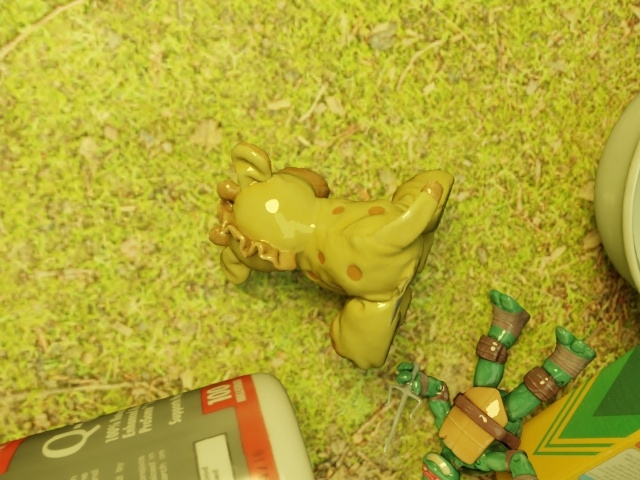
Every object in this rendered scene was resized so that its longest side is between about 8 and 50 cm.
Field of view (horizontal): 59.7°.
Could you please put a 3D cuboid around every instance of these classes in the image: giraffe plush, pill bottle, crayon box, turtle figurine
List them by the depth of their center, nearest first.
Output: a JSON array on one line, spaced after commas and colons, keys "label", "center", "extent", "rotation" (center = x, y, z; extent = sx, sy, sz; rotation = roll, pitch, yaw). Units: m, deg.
[{"label": "pill bottle", "center": [-0.182, 0.246, 0.424], "extent": [0.363, 0.210, 0.210], "rotation": [-13, 101, -12]}, {"label": "giraffe plush", "center": [0.000, 0.000, 0.470], "extent": [0.170, 0.210, 0.181], "rotation": [21, 97, 13]}, {"label": "turtle figurine", "center": [0.154, 0.174, 0.551], "extent": [0.175, 0.118, 0.234], "rotation": [35, 87, 24]}, {"label": "crayon box", "center": [0.326, 0.225, 0.562], "extent": [0.203, 0.083, 0.323], "rotation": [28, 123, -17]}]

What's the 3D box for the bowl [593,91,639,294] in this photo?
[{"label": "bowl", "center": [0.385, -0.058, 0.553], "extent": [0.297, 0.134, 0.298], "rotation": [-3, 104, -13]}]
